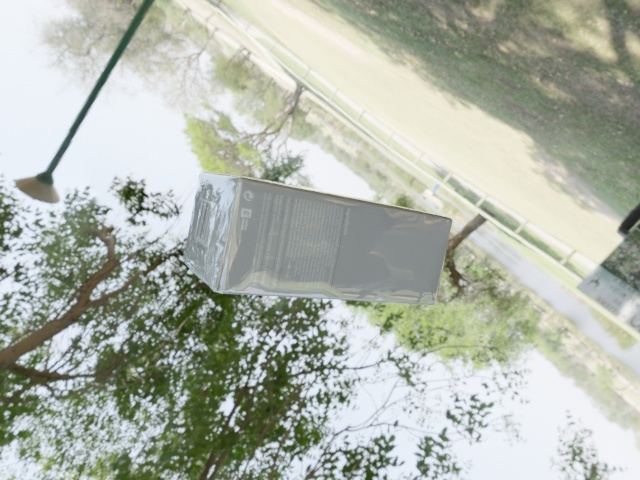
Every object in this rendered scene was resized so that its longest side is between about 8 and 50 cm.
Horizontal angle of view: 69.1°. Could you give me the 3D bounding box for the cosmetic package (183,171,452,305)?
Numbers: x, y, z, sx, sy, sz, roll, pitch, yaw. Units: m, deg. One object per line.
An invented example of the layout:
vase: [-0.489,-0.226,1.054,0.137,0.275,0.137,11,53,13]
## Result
cosmetic package: [0.000,0.000,0.467,0.238,0.107,0.127,11,-177,-29]
